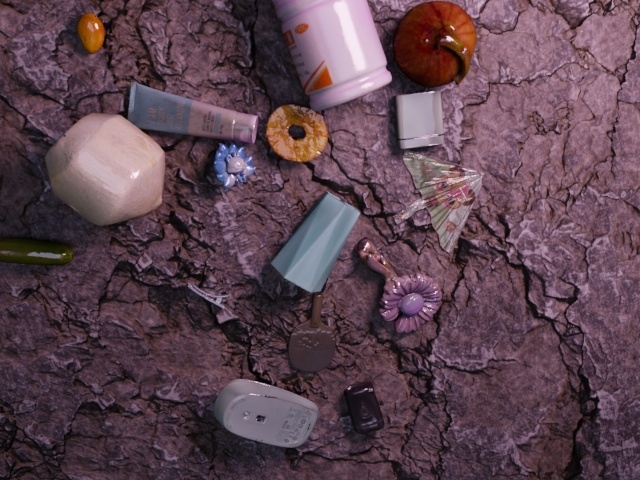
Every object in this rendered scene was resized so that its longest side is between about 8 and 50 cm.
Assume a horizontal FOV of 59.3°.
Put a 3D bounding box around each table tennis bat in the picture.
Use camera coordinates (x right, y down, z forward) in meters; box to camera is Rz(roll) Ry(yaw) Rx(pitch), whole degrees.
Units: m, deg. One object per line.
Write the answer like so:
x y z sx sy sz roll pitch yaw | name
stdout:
-0.019 0.255 1.542 0.131 0.022 0.234 7 107 -5 | table tennis bat

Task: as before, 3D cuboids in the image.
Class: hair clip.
0.200 0.118 1.494 0.173 0.069 0.300 -42 104 7 | hair clip
-0.297 0.138 1.486 0.115 0.030 0.039 29 82 -13 | hair clip

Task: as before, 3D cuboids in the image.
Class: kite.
0.314 -0.113 1.469 0.267 0.013 0.323 -25 105 2 | kite

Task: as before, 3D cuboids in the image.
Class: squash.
-0.747 0.027 1.403 0.252 0.066 0.066 4 105 -5 | squash

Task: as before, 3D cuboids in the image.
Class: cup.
0.000 0.000 1.423 0.134 0.148 0.236 36 97 15 | cup

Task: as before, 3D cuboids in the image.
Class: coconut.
-0.478 -0.151 1.289 0.245 0.245 0.247 -43 105 8 | coconut

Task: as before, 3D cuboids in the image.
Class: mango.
-0.529 -0.476 1.297 0.060 0.046 0.089 10 117 -4 | mango

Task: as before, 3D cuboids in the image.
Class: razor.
0.122 0.472 1.590 0.090 0.054 0.148 -16 105 0 | razor

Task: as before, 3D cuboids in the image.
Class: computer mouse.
-0.151 0.470 1.551 0.288 0.097 0.159 20 101 -21 | computer mouse

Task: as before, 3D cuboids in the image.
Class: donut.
-0.056 -0.265 1.373 0.152 0.058 0.152 0 110 1 | donut

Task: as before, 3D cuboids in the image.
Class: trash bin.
0.243 -0.298 1.391 0.116 0.059 0.130 -8 104 -2 | trash bin

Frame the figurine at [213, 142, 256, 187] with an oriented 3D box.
-0.218 -0.191 1.375 0.114 0.079 0.114 -5 99 -29 | figurine

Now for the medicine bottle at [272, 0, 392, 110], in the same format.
0.019 -0.470 1.254 0.202 0.202 0.316 -20 105 2 | medicine bottle

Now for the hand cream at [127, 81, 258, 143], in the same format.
-0.309 -0.298 1.349 0.312 0.070 0.111 9 107 -2 | hand cream

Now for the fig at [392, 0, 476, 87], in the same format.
0.268 -0.448 1.286 0.205 0.205 0.205 -1 105 -4 | fig
